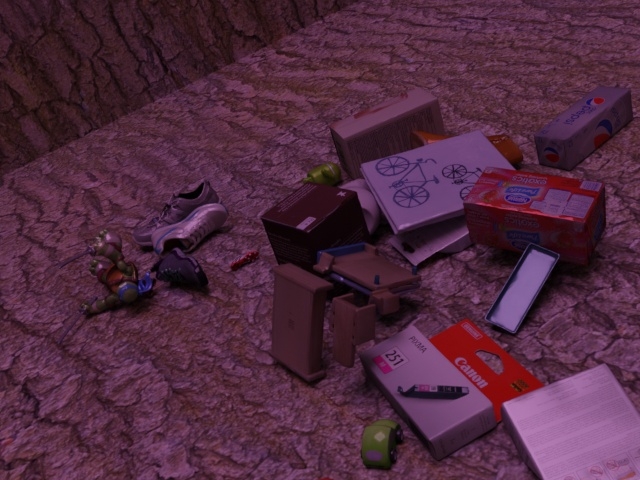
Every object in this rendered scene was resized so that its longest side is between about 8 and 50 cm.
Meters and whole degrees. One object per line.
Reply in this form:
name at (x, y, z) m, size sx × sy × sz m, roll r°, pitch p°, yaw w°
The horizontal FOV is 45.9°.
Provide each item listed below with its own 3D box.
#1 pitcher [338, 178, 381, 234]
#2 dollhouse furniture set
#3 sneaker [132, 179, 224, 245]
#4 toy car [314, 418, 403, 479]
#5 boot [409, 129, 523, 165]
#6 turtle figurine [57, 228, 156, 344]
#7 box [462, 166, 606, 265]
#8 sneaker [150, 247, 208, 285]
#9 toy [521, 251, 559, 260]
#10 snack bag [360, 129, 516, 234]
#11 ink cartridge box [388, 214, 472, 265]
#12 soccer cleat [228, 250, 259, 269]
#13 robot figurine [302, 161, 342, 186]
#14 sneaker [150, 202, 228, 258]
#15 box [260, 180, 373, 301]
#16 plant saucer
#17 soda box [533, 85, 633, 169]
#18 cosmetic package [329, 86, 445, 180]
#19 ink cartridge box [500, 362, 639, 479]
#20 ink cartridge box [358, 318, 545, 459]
pitcher at (0.060, -0.072, 1.901) m, size 0.178 × 0.125 × 0.207 m, roll -19°, pitch 22°, yaw 5°
dollhouse furniture set at (0.087, 0.152, 1.547) m, size 0.303 × 0.198 × 0.286 m, roll -12°, pitch 24°, yaw -38°
sneaker at (-0.423, -0.083, 2.180) m, size 0.281 × 0.115 × 0.105 m, roll -31°, pitch 33°, yaw -19°
toy car at (0.081, 0.374, 1.248) m, size 0.239 × 0.053 × 0.225 m, roll -4°, pitch 35°, yaw 24°
boot at (0.387, -0.242, 2.021) m, size 0.211 × 0.104 × 0.295 m, roll -21°, pitch 36°, yaw -13°
turtle figurine at (-0.579, 0.081, 1.934) m, size 0.275 × 0.197 × 0.266 m, roll -22°, pitch 27°, yaw -11°
box at (0.440, -0.054, 1.554) m, size 0.257 × 0.122 × 0.128 m, roll 12°, pitch 48°, yaw 33°
sneaker at (-0.360, 0.087, 1.921) m, size 0.098 × 0.083 × 0.224 m, roll -32°, pitch 23°, yaw -19°
toy at (0.460, -0.010, 1.641) m, size 0.137 × 0.056 × 0.237 m, roll -31°, pitch 39°, yaw -15°
snack bag at (0.295, -0.151, 1.826) m, size 0.343 × 0.037 × 0.323 m, roll -18°, pitch 36°, yaw -4°
ink cartridge box at (0.268, -0.005, 1.765) m, size 0.179 × 0.045 × 0.145 m, roll -33°, pitch 33°, yaw -5°
soccer cleat at (-0.198, 0.046, 1.940) m, size 0.083 × 0.029 × 0.035 m, roll -31°, pitch 37°, yaw -11°
robot figurine at (0.008, -0.179, 2.142) m, size 0.115 × 0.067 × 0.101 m, roll -28°, pitch 9°, yaw -14°
sneaker at (-0.353, -0.021, 2.087) m, size 0.229 × 0.087 × 0.092 m, roll -29°, pitch 39°, yaw -3°
box at (0.000, 0.000, 1.736) m, size 0.167 × 0.203 × 0.168 m, roll 17°, pitch 45°, yaw 45°
plant saucer at (0.397, 0.094, 1.483) m, size 0.067 × 0.018 × 0.192 m, roll 26°, pitch 72°, yaw 29°
soda box at (0.676, -0.292, 1.931) m, size 0.286 × 0.091 × 0.098 m, roll -36°, pitch 33°, yaw -26°
cosmetic package at (0.193, -0.306, 2.161) m, size 0.296 × 0.153 × 0.129 m, roll -23°, pitch 32°, yaw -8°
ink cartridge box at (0.414, 0.323, 1.171) m, size 0.189 × 0.066 × 0.232 m, roll -20°, pitch 52°, yaw -3°
ink cartridge box at (0.235, 0.240, 1.371) m, size 0.239 × 0.060 × 0.275 m, roll -28°, pitch 32°, yaw -11°
